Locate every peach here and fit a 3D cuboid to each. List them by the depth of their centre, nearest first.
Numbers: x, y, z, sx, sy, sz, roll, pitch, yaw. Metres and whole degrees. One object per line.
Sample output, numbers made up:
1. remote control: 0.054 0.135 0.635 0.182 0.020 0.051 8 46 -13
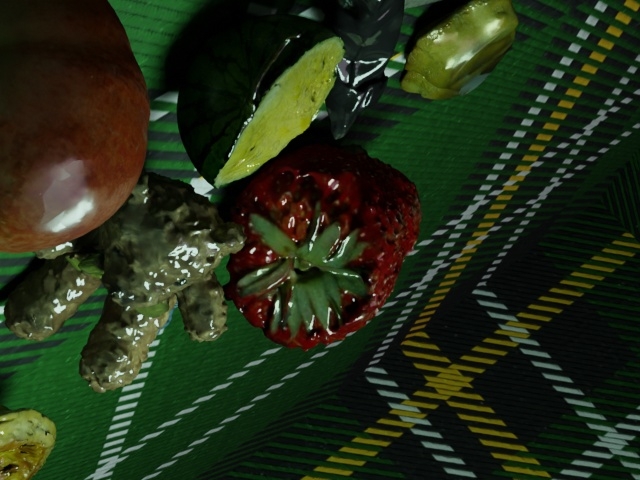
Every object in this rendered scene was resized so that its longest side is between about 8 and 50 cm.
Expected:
1. peach: -0.236 -0.097 1.313 0.232 0.232 0.256 -43 157 6

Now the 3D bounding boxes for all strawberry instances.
1. strawberry: 0.004 0.002 2.271 0.261 0.261 0.257 -46 -174 20

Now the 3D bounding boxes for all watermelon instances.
1. watermelon: -0.076 -0.159 1.764 0.204 0.127 0.232 -51 168 13

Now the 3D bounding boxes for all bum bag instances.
1. bum bag: 0.044 -0.238 1.855 0.340 0.095 0.144 107 -2 -59

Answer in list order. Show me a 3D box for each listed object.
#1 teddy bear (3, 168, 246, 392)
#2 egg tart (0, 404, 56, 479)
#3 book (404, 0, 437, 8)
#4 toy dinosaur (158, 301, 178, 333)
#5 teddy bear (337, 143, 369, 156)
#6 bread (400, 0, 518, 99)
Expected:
1. teddy bear: -0.215 0.049 1.853 0.296 0.246 0.222 -54 -169 13
2. egg tart: -0.474 0.290 2.143 0.290 0.115 0.290 -37 164 -12
3. book: 0.206 -0.384 2.045 0.379 0.031 0.264 -24 161 -52
4. toy dinosaur: -0.229 0.102 2.369 0.080 0.045 0.197 -42 168 -47
5. teddy bear: -0.013 -0.022 2.427 0.251 0.182 0.129 -41 -157 -3
6. bread: 0.193 -0.262 2.293 0.161 0.088 0.233 -41 169 -9
